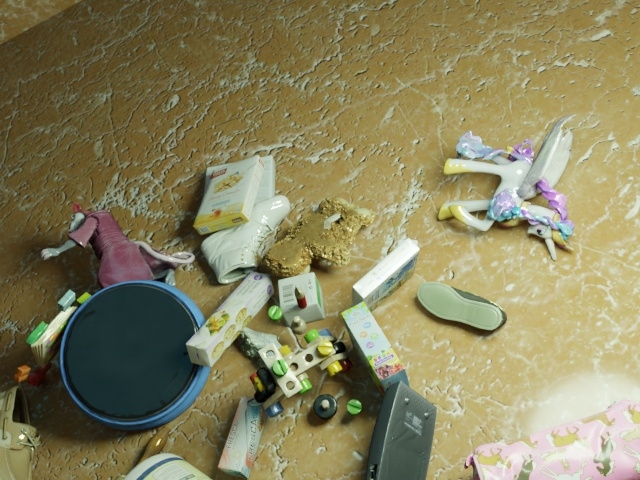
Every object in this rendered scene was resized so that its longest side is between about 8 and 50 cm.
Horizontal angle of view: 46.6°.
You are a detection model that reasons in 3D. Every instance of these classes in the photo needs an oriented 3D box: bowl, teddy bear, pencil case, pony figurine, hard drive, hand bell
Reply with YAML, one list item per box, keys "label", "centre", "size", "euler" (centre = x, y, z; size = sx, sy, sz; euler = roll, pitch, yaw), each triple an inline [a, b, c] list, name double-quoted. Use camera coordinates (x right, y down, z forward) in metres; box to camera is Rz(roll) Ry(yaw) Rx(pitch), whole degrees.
- label: "bowl"
  centre: [-0.475, 0.287, 1.906]
  size: [0.392, 0.077, 0.390]
  euler: [0, 75, 0]
- label: "teddy bear"
  centre: [0.000, 0.000, 2.035]
  size: [0.245, 0.113, 0.338]
  euler: [14, 48, 28]
- label: "pencil case"
  centre: [0.496, 0.455, 1.512]
  size: [0.386, 0.160, 0.167]
  euler: [-20, 27, 4]
- label: "pony figurine"
  centre: [0.509, -0.157, 1.913]
  size: [0.364, 0.303, 0.350]
  euler: [17, 94, 24]
- label: "hard drive"
  centre: [0.175, 0.453, 1.618]
  size: [0.054, 0.172, 0.254]
  euler: [-11, 51, 40]
- label: "hand bell"
  centre: [-0.436, 0.553, 1.801]
  size: [0.126, 0.126, 0.242]
  euler: [13, 48, 26]

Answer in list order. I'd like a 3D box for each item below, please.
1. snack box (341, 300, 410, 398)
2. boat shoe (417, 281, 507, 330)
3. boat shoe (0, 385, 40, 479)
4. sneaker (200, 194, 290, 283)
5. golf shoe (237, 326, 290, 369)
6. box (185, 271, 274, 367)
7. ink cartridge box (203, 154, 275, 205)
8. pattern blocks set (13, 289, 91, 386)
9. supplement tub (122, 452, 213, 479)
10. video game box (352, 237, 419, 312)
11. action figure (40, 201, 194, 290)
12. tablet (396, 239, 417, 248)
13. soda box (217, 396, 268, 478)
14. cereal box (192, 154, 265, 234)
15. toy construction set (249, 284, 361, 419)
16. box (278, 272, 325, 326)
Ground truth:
- label: "snack box"
  centre: [0.134, 0.274, 1.751]
  size: [0.070, 0.174, 0.207]
  euler: [-26, 51, -5]
- label: "boat shoe"
  centre: [0.347, 0.162, 1.833]
  size: [0.228, 0.069, 0.081]
  euler: [22, 100, 32]
- label: "boat shoe"
  centre: [-0.789, 0.514, 1.914]
  size: [0.110, 0.121, 0.341]
  euler: [-31, 50, -6]
- label: "sneaker"
  centre: [-0.185, 0.008, 2.101]
  size: [0.293, 0.108, 0.169]
  euler: [-35, 53, 4]
- label: "golf shoe"
  centre: [-0.150, 0.268, 1.934]
  size: [0.086, 0.069, 0.176]
  euler: [-26, 46, -34]
- label: "box"
  centre: [-0.227, 0.197, 1.920]
  size: [0.063, 0.067, 0.324]
  euler: [9, 35, 26]
- label: "ink cartridge box"
  centre: [-0.247, -0.145, 2.262]
  size: [0.224, 0.045, 0.223]
  euler: [-9, 54, 13]
- label: "pattern blocks set"
  centre: [-0.699, 0.258, 1.964]
  size: [0.026, 0.325, 0.285]
  euler: [33, 69, 3]
- label: "supplement tub"
  centre: [-0.274, 0.629, 1.588]
  size: [0.325, 0.235, 0.235]
  euler: [23, 65, 31]
- label: "video game box"
  centre: [0.159, 0.099, 1.851]
  size: [0.187, 0.205, 0.048]
  euler: [-38, 72, -11]
- label: "action figure"
  centre: [-0.588, 0.015, 2.094]
  size: [0.276, 0.248, 0.370]
  euler: [-44, 74, 17]
- label: "tablet"
  centre: [0.230, 0.033, 2.002]
  size: [0.054, 0.006, 0.083]
  euler: [2, 56, 19]
- label: "soda box"
  centre: [-0.182, 0.472, 1.785]
  size: [0.063, 0.058, 0.183]
  euler: [4, 57, 21]
- label: "cereal box"
  centre: [-0.262, -0.133, 2.157]
  size: [0.173, 0.047, 0.240]
  euler: [-15, 43, 26]
- label: "toy construction set"
  centre: [-0.052, 0.252, 1.724]
  size: [0.258, 0.237, 0.308]
  euler: [-8, 67, 0]
- label: "box"
  centre: [-0.050, 0.155, 1.952]
  size: [0.102, 0.087, 0.101]
  euler: [-13, 53, 7]
